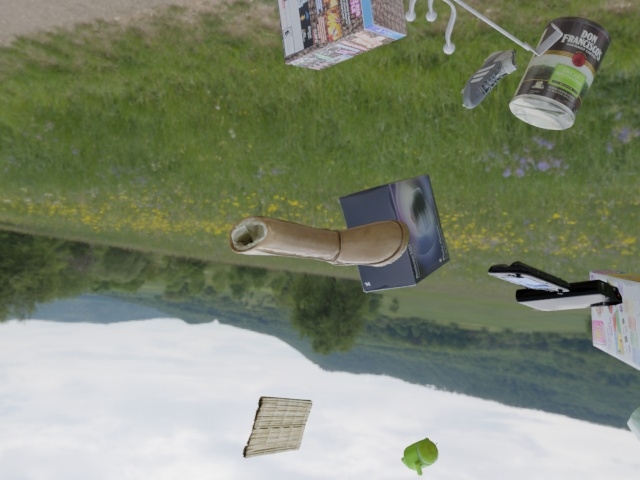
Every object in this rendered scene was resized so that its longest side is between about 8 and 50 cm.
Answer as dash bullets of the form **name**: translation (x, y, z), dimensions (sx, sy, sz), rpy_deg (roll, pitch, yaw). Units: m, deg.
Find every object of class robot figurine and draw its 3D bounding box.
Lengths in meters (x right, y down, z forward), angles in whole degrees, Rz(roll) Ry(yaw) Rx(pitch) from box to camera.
- **robot figurine**: translation (0.272, 0.583, 1.307), dimensions (0.115, 0.067, 0.101), rpy_deg (-47, 173, 37)

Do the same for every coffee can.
- **coffee can**: translation (0.747, -0.517, 1.508), dimensions (0.202, 0.275, 0.201), rpy_deg (25, 179, 0)

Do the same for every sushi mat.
- **sushi mat**: translation (-0.108, 0.507, 1.317), dimensions (0.019, 0.151, 0.316), rpy_deg (13, 167, 27)

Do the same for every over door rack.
- **over door rack**: translation (0.275, -0.465, 0.934), dimensions (0.325, 0.239, 0.108), rpy_deg (4, 144, -23)

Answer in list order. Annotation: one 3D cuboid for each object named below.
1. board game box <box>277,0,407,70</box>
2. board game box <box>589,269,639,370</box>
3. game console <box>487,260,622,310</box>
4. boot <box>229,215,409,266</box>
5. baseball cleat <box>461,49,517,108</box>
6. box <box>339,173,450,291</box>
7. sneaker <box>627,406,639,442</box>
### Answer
- **board game box**: translation (0.043, -0.590, 1.202), dimensions (0.291, 0.231, 0.141), rpy_deg (-4, -175, 42)
- **board game box**: translation (0.858, 0.213, 1.340), dimensions (0.064, 0.241, 0.316), rpy_deg (-4, -178, 6)
- **game console**: translation (0.537, 0.114, 1.159), dimensions (0.362, 0.043, 0.213), rpy_deg (18, 158, -31)
- **boot**: translation (0.000, 0.000, 0.925), dimensions (0.270, 0.089, 0.236), rpy_deg (11, 158, -40)
- **baseball cleat**: translation (0.479, -0.461, 1.349), dimensions (0.072, 0.205, 0.109), rpy_deg (38, 167, -28)
- **box**: translation (0.236, -0.029, 1.461), dimensions (0.183, 0.295, 0.294), rpy_deg (-13, -175, 36)
- **sneaker**: translation (0.794, 0.485, 1.110), dimensions (0.094, 0.255, 0.151), rpy_deg (-27, -149, 7)
